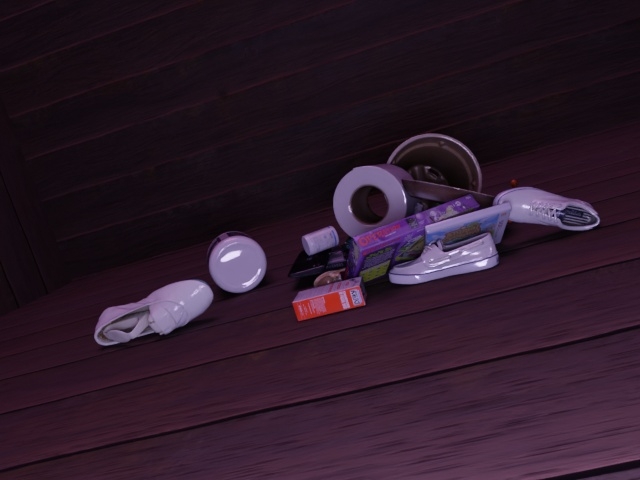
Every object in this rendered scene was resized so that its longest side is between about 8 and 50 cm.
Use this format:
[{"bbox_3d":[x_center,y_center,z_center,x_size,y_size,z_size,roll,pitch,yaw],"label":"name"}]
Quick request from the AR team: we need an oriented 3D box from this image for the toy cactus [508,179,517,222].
[{"bbox_3d":[0.565,-0.106,1.700,0.219,0.112,0.180,-35,9,-37],"label":"toy cactus"}]

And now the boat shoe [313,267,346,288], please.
[{"bbox_3d":[0.047,0.104,1.468,0.135,0.050,0.045,-20,5,-22],"label":"boat shoe"}]

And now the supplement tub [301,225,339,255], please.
[{"bbox_3d":[0.000,0.000,1.738,0.107,0.071,0.071,-20,10,-17],"label":"supplement tub"}]

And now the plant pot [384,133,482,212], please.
[{"bbox_3d":[0.387,-0.194,1.941,0.334,0.333,0.305,-16,-2,3],"label":"plant pot"}]

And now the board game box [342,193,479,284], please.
[{"bbox_3d":[0.230,0.007,1.378,0.347,0.056,0.208,-19,-25,-18],"label":"board game box"}]

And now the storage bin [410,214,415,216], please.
[{"bbox_3d":[0.325,-0.019,1.578,0.135,0.098,0.091,11,4,13],"label":"storage bin"}]

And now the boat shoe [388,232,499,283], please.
[{"bbox_3d":[0.290,0.041,1.291,0.268,0.088,0.096,-12,10,23],"label":"boat shoe"}]

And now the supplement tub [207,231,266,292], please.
[{"bbox_3d":[-0.297,0.068,1.848,0.191,0.191,0.272,-18,10,-11],"label":"supplement tub"}]

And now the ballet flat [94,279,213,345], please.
[{"bbox_3d":[-0.488,0.227,1.531,0.400,0.139,0.139,-18,8,21],"label":"ballet flat"}]

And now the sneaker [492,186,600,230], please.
[{"bbox_3d":[0.568,-0.080,1.324,0.258,0.094,0.091,5,12,0],"label":"sneaker"}]

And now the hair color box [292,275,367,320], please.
[{"bbox_3d":[0.025,0.140,1.288,0.167,0.053,0.093,-16,8,11],"label":"hair color box"}]

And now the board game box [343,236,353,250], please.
[{"bbox_3d":[0.151,0.012,1.724,0.126,0.026,0.186,16,17,9],"label":"board game box"}]

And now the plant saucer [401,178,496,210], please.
[{"bbox_3d":[0.385,-0.126,1.555,0.311,0.050,0.310,12,6,-1],"label":"plant saucer"}]

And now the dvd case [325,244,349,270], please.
[{"bbox_3d":[0.061,0.055,1.802,0.179,0.029,0.239,-13,11,22],"label":"dvd case"}]

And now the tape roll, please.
[{"bbox_3d":[0.185,-0.124,1.723,0.246,0.246,0.169,-12,4,27],"label":"tape roll"}]

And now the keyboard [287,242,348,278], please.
[{"bbox_3d":[0.010,0.057,1.705,0.202,0.033,0.317,-16,11,9],"label":"keyboard"}]

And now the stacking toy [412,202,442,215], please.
[{"bbox_3d":[0.386,-0.075,1.584,0.167,0.052,0.221,14,-4,-8],"label":"stacking toy"}]

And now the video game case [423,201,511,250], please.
[{"bbox_3d":[0.368,-0.014,1.354,0.213,0.023,0.193,-16,-28,2],"label":"video game case"}]
